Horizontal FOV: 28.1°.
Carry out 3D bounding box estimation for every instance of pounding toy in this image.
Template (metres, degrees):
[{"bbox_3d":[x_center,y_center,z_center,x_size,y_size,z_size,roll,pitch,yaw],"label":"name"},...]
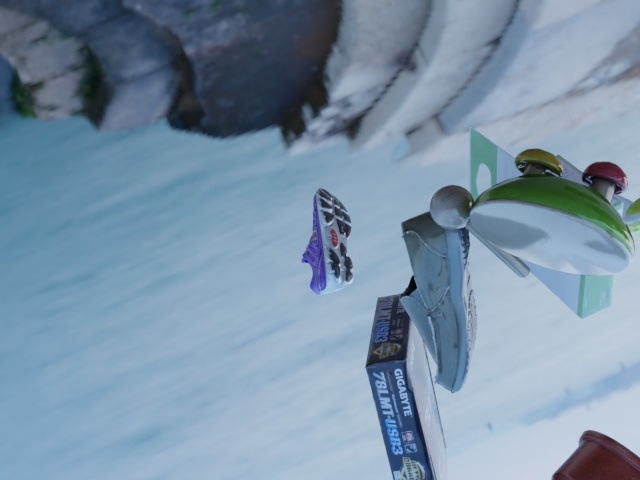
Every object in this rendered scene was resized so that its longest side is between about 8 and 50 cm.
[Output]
[{"bbox_3d":[0.254,-0.045,1.436,0.183,0.110,0.237,29,162,-26],"label":"pounding toy"}]

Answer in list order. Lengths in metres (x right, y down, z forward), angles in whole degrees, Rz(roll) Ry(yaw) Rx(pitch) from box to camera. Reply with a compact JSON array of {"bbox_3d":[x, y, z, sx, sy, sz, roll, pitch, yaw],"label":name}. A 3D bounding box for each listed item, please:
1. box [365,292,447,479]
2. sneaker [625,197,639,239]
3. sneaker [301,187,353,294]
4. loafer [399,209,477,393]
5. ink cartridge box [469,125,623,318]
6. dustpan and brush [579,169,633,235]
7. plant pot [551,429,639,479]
[{"bbox_3d":[0.139,0.264,1.981,0.073,0.293,0.295,-10,-165,8],"label":"box"},{"bbox_3d":[0.530,-0.015,1.716,0.091,0.126,0.240,-43,-160,-28],"label":"sneaker"},{"bbox_3d":[0.000,0.000,1.842,0.071,0.169,0.068,-26,139,33],"label":"sneaker"},{"bbox_3d":[0.145,0.072,1.594,0.087,0.251,0.094,-1,-160,13],"label":"loafer"},{"bbox_3d":[0.278,-0.033,1.614,0.056,0.235,0.171,-24,134,-20],"label":"ink cartridge box"},{"bbox_3d":[0.456,-0.049,1.932,0.147,0.211,0.060,18,95,-79],"label":"dustpan and brush"},{"bbox_3d":[0.303,0.409,1.492,0.265,0.272,0.272,-38,171,-10],"label":"plant pot"}]
